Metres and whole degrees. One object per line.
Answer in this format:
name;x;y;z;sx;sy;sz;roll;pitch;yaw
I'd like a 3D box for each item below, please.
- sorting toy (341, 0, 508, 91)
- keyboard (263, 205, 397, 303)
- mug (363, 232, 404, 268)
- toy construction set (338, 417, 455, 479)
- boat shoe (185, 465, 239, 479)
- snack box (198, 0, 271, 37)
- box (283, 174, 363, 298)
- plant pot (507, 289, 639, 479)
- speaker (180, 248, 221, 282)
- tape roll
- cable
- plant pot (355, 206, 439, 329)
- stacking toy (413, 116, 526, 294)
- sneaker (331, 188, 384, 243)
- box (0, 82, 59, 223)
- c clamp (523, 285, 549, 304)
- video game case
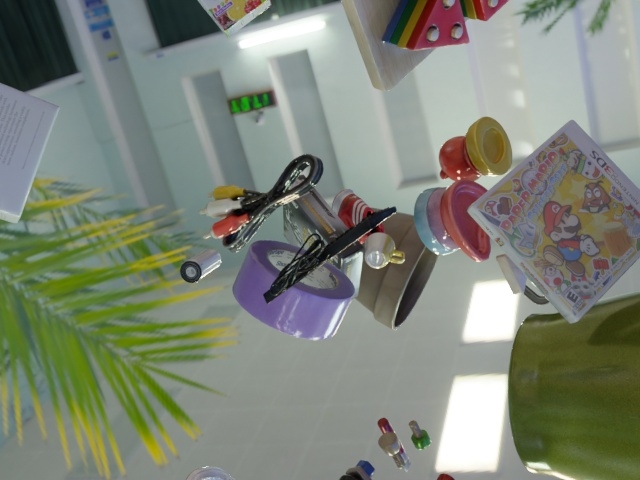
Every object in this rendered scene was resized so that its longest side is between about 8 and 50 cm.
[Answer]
sorting toy;0.146;-0.358;1.016;0.255;0.257;0.089;-44;-135;-18
keyboard;-0.001;0.010;0.960;0.192;0.038;0.100;-38;177;31
mug;0.119;0.022;1.562;0.078;0.062;0.064;-17;-163;16
toy construction set;0.171;0.528;1.548;0.258;0.237;0.308;-19;-154;19
boat shoe;-0.227;0.632;1.975;0.096;0.277;0.098;21;-100;40
snack box;-0.168;-0.442;1.399;0.100;0.141;0.037;-37;174;-2
box;0.000;0.000;1.688;0.056;0.183;0.231;-26;-121;-20
plant pot;0.464;0.217;1.111;0.353;0.366;0.366;-4;-157;33
speaker;-0.282;0.058;1.889;0.055;0.055;0.136;-11;-171;14
tape roll;-0.044;0.079;1.316;0.189;0.080;0.189;22;-163;-7
cable;-0.119;-0.070;1.498;0.287;0.139;0.072;-23;147;39
plant pot;0.148;0.039;2.156;0.281;0.323;0.323;26;-145;15
stacking toy;0.310;-0.054;1.585;0.130;0.279;0.309;-18;-148;46
sneaker;0.077;0.001;1.859;0.087;0.221;0.128;-25;-134;-28
box;-0.669;-0.188;1.402;0.346;0.214;0.168;20;169;-21
c clamp;0.569;0.089;2.119;0.137;0.160;0.022;-49;166;27
video game case;0.347;-0.032;1.103;0.227;0.206;0.026;-39;173;-22
